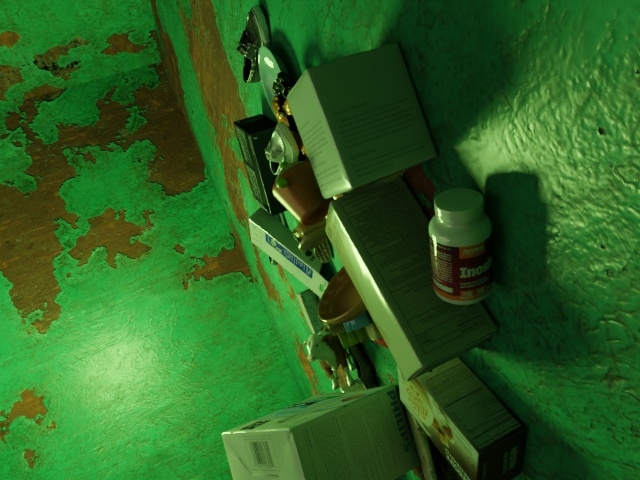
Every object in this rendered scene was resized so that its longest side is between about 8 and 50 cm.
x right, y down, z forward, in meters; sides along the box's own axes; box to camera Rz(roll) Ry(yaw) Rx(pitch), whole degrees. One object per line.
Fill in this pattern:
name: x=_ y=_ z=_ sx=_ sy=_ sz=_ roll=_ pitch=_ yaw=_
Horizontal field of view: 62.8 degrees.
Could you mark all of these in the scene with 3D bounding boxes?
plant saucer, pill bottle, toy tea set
plant saucer: x=0.075 y=0.101 z=1.115 sx=0.037 sy=0.200 sz=0.200 roll=42 pitch=171 yaw=-17
pill bottle: x=0.196 y=0.008 z=0.735 sx=0.086 sy=0.086 sz=0.152 roll=46 pitch=154 yaw=54
toy tea set: x=0.004 y=-0.090 z=1.057 sx=0.124 sy=0.200 sz=0.336 roll=54 pitch=167 yaw=16
plant saucer: x=-0.101 y=-0.386 z=1.297 sx=0.195 sy=0.037 sz=0.195 roll=57 pitch=161 yaw=33

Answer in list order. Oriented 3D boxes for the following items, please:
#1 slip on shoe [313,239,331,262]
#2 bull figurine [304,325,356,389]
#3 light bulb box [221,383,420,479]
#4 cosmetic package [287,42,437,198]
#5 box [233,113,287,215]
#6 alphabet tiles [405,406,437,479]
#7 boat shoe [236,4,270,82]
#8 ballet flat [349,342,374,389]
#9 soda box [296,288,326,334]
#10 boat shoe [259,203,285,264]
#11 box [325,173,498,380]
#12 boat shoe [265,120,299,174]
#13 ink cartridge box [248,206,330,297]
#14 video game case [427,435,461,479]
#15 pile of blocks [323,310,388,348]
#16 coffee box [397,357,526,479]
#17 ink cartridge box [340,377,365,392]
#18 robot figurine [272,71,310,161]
slip on shoe: x=0.000 y=0.000 z=1.481 sx=0.041 sy=0.051 sz=0.135 roll=-66 pitch=-40 yaw=-52
bull figurine: x=0.036 y=0.350 z=1.610 sx=0.310 sy=0.101 sz=0.188 roll=-13 pitch=-100 yaw=-81
light bulb box: x=-0.004 y=0.554 z=1.392 sx=0.358 sy=0.361 sz=0.225 roll=-26 pitch=77 yaw=47
cosmetic package: x=0.059 y=-0.180 z=0.822 sx=0.151 sy=0.151 sz=0.184 roll=173 pitch=76 yaw=-75
box: x=-0.166 y=-0.233 z=1.603 sx=0.184 sy=0.103 sz=0.261 roll=-132 pitch=25 yaw=-57
alphabet tiles: x=0.239 y=0.480 z=1.225 sx=0.278 sy=0.021 sz=0.284 roll=-100 pitch=-5 yaw=-79
boat shoe: x=-0.177 y=-0.491 z=1.339 sx=0.080 sy=0.076 sz=0.228 roll=63 pitch=164 yaw=19
ballet flat: x=0.102 y=0.339 z=1.556 sx=0.250 sy=0.058 sz=0.084 roll=71 pitch=165 yaw=-12
soda box: x=-0.024 y=0.266 z=1.885 sx=0.183 sy=0.058 sz=0.063 roll=69 pitch=164 yaw=-2
boat shoe: x=-0.187 y=-0.062 z=1.911 sx=0.320 sy=0.099 sz=0.116 roll=71 pitch=165 yaw=-9
box: x=0.140 y=0.059 z=0.888 sx=0.121 sy=0.148 sz=0.311 roll=100 pitch=146 yaw=-64
boat shoe: x=-0.091 y=-0.198 z=1.156 sx=0.066 sy=0.063 sz=0.184 roll=58 pitch=169 yaw=7
ink cartridge box: x=-0.083 y=0.046 z=1.644 sx=0.332 sy=0.065 sz=0.165 roll=39 pitch=156 yaw=14
video game case: x=0.347 y=0.621 z=1.155 sx=0.300 sy=0.036 sz=0.329 roll=43 pitch=151 yaw=58
pile of blocks: x=0.104 y=0.203 z=1.197 sx=0.113 sy=0.149 sz=0.362 roll=66 pitch=164 yaw=7
coffee box: x=0.246 y=0.313 z=0.955 sx=0.246 sy=0.098 sz=0.141 roll=49 pitch=156 yaw=51
ink cartridge box: x=0.137 y=0.505 z=1.602 sx=0.143 sy=0.092 sz=0.090 roll=45 pitch=152 yaw=52
robot figurine: x=-0.021 y=-0.255 z=1.117 sx=0.291 sy=0.085 sz=0.211 roll=38 pitch=146 yaw=60
